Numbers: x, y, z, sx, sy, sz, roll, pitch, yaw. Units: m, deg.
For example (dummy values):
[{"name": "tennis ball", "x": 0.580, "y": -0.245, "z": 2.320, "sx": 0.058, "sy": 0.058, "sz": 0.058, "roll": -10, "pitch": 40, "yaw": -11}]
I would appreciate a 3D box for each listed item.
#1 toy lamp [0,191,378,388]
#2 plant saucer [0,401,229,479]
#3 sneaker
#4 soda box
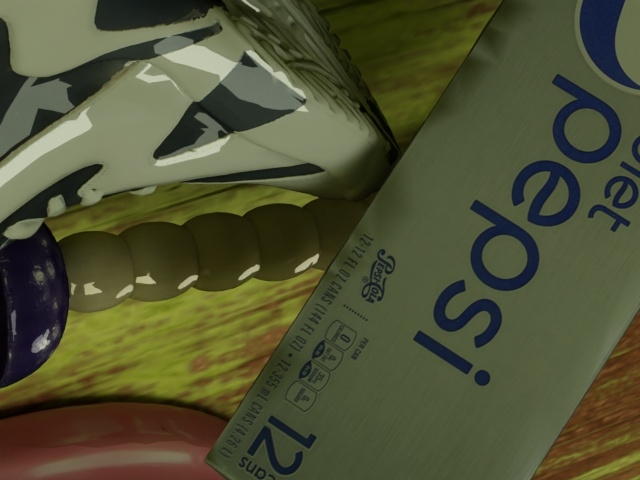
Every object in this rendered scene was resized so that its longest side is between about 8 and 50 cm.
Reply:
[{"name": "toy lamp", "x": 0.000, "y": 0.000, "z": 0.631, "sx": 0.274, "sy": 0.080, "sz": 0.080, "roll": -11, "pitch": 139, "yaw": -27}, {"name": "plant saucer", "x": -0.147, "y": 0.215, "z": 0.766, "sx": 0.332, "sy": 0.084, "sz": 0.332, "roll": -20, "pitch": 141, "yaw": -17}, {"name": "sneaker", "x": -0.089, "y": -0.035, "z": 0.517, "sx": 0.153, "sy": 0.094, "sz": 0.235, "roll": -41, "pitch": 149, "yaw": 20}, {"name": "soda box", "x": 0.080, "y": -0.019, "z": 0.552, "sx": 0.286, "sy": 0.091, "sz": 0.098, "roll": -57, "pitch": 171, "yaw": -5}]
